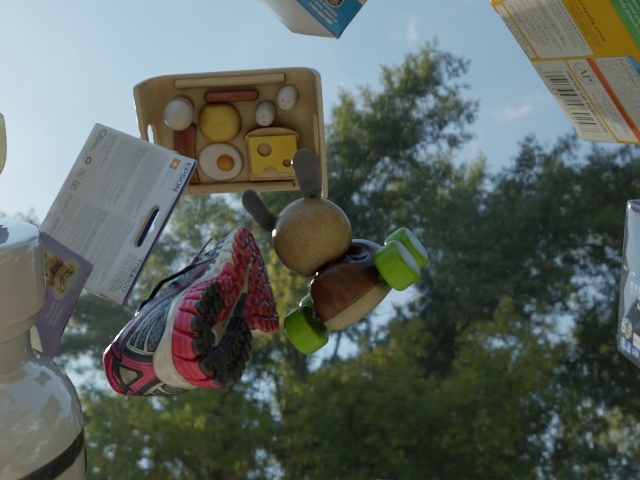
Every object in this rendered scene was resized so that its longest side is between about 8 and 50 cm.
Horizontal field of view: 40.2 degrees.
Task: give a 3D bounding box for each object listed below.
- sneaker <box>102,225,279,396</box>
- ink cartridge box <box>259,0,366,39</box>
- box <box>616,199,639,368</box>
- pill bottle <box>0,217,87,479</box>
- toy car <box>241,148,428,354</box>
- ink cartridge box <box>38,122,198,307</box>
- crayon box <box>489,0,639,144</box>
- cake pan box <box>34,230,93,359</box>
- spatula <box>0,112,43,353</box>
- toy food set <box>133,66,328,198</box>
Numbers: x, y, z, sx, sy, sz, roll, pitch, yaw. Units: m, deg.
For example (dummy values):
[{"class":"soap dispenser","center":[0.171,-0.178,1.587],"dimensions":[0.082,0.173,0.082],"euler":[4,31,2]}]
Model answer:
[{"class":"sneaker","center":[-0.123,0.067,0.900],"dimensions":[0.112,0.299,0.121],"euler":[-16,-81,15]},{"class":"ink cartridge box","center":[0.004,-0.404,1.106],"dimensions":[0.171,0.168,0.233],"euler":[39,-91,-26]},{"class":"box","center":[0.384,0.070,0.888],"dimensions":[0.059,0.233,0.184],"euler":[-4,-73,-9]},{"class":"pill bottle","center":[-0.183,0.135,0.380],"dimensions":[0.162,0.162,0.279],"euler":[1,-80,6]},{"class":"toy car","center":[0.000,0.000,0.968],"dimensions":[0.155,0.149,0.188],"euler":[-36,-89,17]},{"class":"ink cartridge box","center":[-0.282,-0.036,1.214],"dimensions":[0.224,0.223,0.045],"euler":[23,-8,35]},{"class":"crayon box","center":[0.318,-0.186,0.823],"dimensions":[0.083,0.323,0.203],"euler":[-42,-71,-7]},{"class":"cake pan box","center":[-0.338,0.147,0.789],"dimensions":[0.070,0.267,0.245],"euler":[39,-53,-24]},{"class":"spatula","center":[-0.289,0.015,0.531],"dimensions":[0.241,0.019,0.168],"euler":[-3,-73,11]},{"class":"toy food set","center":[-0.143,-0.164,1.452],"dimensions":[0.306,0.092,0.220],"euler":[-2,-63,5]}]
